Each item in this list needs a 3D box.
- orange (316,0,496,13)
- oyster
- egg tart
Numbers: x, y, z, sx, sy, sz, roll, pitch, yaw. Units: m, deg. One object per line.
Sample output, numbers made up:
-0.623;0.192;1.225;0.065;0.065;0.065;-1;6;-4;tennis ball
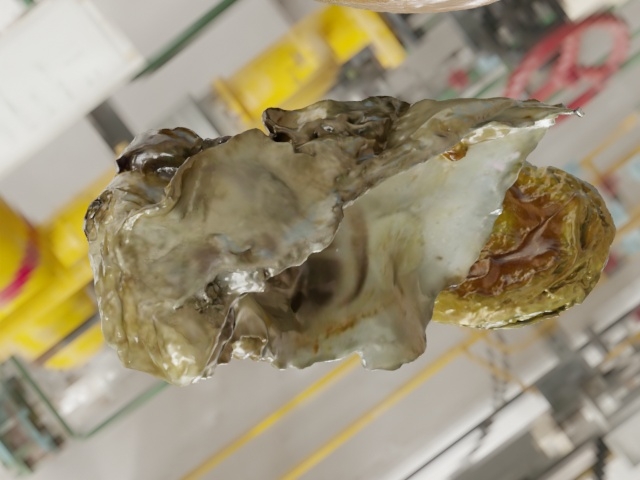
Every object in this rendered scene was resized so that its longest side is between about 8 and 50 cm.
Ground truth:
0.026;-0.242;0.960;0.310;0.274;0.274;12;-145;-49;orange
-0.001;-0.008;0.764;0.233;0.161;0.107;-19;-128;-44;oyster
0.101;0.006;1.041;0.130;0.130;0.052;57;171;47;egg tart
